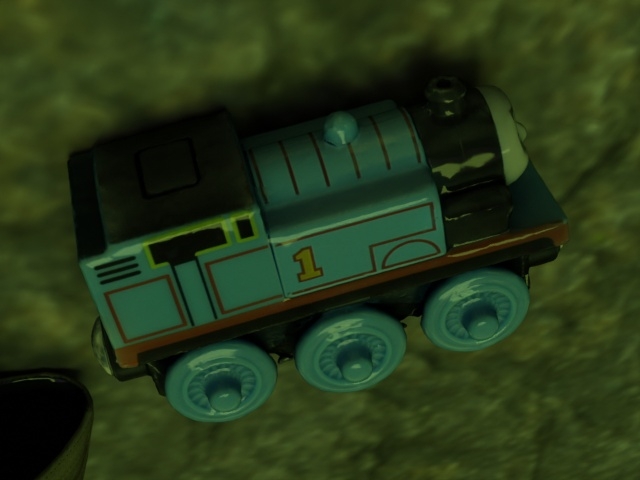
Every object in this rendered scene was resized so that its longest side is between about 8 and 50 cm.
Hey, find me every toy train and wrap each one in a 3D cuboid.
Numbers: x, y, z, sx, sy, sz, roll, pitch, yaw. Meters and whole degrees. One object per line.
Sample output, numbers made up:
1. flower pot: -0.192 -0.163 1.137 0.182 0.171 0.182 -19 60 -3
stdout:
1. toy train: 0.000 0.000 0.446 0.184 0.080 0.105 -15 133 -3

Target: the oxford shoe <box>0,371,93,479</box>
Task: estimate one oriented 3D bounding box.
1. oxford shoe: -0.213 0.104 0.401 0.348 0.123 0.130 -8 128 -62
